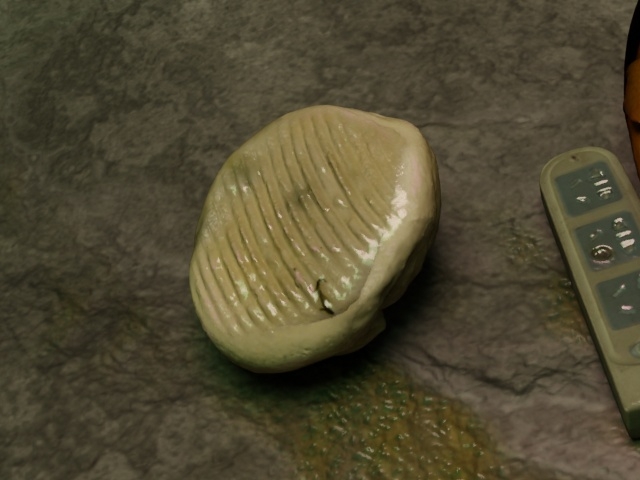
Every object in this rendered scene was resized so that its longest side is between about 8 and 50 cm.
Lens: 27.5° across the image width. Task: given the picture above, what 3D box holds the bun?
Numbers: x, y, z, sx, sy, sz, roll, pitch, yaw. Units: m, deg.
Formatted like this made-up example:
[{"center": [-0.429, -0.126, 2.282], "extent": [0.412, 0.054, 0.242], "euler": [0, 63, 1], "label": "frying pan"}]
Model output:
[{"center": [0.000, 0.000, 1.067], "extent": [0.237, 0.116, 0.210], "euler": [-43, 52, 2], "label": "bun"}]

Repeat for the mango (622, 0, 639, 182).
[{"center": [0.334, -0.107, 1.013], "extent": [0.201, 0.152, 0.287], "euler": [3, 52, 26], "label": "mango"}]

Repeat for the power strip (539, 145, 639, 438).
[{"center": [0.234, 0.029, 1.006], "extent": [0.080, 0.048, 0.286], "euler": [-17, 46, 4], "label": "power strip"}]
